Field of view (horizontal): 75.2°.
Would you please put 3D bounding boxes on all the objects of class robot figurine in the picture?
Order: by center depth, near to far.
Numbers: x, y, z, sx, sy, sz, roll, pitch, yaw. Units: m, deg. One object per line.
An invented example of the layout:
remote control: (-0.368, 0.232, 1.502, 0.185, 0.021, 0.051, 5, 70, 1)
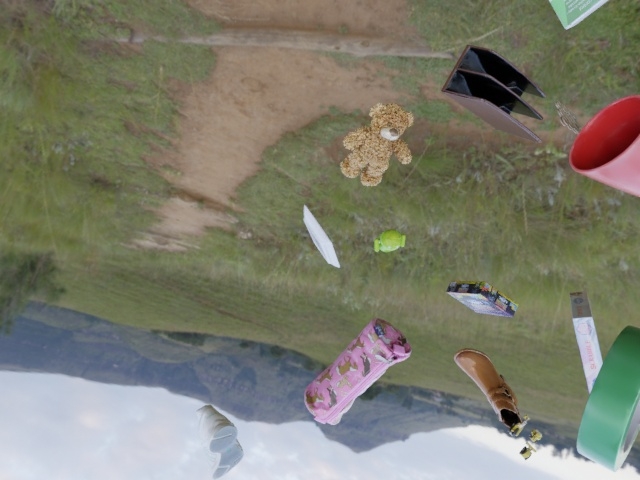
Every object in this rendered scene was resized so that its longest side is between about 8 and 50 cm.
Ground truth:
robot figurine: (0.216, 0.001, 1.309, 0.101, 0.067, 0.115, -7, 173, -8)

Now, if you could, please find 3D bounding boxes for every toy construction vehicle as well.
toy construction vehicle: (0.605, 0.575, 1.218, 0.086, 0.098, 0.035, 50, 154, 22)

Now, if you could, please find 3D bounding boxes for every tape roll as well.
tape roll: (0.693, 0.357, 0.948, 0.077, 0.321, 0.321, 20, 174, 46)

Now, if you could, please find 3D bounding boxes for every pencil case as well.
pencil case: (0.113, 0.426, 1.346, 0.160, 0.386, 0.167, 49, -161, 23)

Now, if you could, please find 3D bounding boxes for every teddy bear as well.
teddy bear: (0.200, -0.326, 1.495, 0.245, 0.113, 0.338, 41, 133, -15)

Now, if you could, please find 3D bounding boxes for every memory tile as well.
memory tile: (0.901, -0.440, 1.505, 0.147, 0.113, 0.012, 15, 149, -32)

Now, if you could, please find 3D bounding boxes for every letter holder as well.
letter holder: (0.565, -0.439, 1.264, 0.301, 0.152, 0.214, 18, -160, -32)

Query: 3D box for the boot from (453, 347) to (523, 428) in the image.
boot: (0.615, 0.542, 1.519, 0.283, 0.109, 0.220, 45, -159, -12)

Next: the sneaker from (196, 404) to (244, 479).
sneaker: (-0.151, 0.296, 0.615, 0.053, 0.152, 0.061, -23, -135, -34)

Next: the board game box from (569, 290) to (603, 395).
board game box: (1.029, 0.392, 1.595, 0.065, 0.318, 0.318, -12, -176, 30)

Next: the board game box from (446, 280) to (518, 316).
board game box: (0.507, 0.183, 1.316, 0.141, 0.048, 0.170, 34, 166, -12)

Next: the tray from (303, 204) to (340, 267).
tray: (0.000, 0.000, 1.284, 0.145, 0.030, 0.270, 54, 176, 20)

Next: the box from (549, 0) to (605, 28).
box: (0.530, -0.646, 0.841, 0.322, 0.058, 0.232, 62, 157, 1)

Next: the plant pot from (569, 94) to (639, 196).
plant pot: (0.978, -0.272, 1.289, 0.243, 0.275, 0.275, 28, 168, -9)
